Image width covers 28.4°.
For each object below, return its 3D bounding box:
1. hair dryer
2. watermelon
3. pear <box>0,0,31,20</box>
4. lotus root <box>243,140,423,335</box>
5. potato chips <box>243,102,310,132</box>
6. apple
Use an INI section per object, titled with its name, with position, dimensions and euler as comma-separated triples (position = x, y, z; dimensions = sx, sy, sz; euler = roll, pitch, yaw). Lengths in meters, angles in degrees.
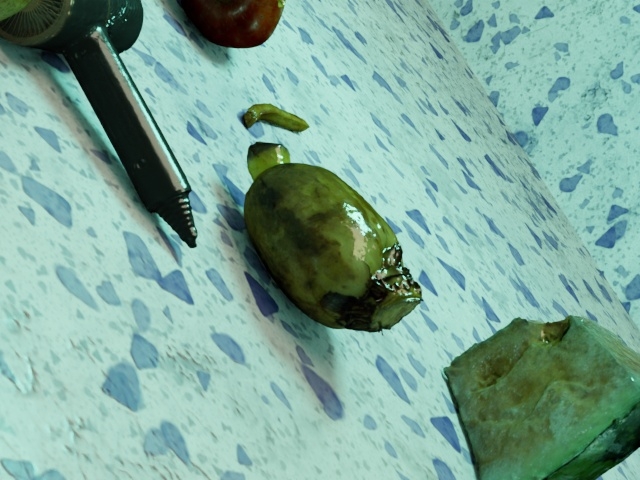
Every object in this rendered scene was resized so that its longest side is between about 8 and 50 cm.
[hair dryer]
position = -0.212, -0.145, 1.366
dimensions = 0.352, 0.107, 0.189
euler = 62, 17, 6
[watermelon]
position = 0.324, 0.224, 1.653
dimensions = 0.151, 0.264, 0.302
euler = 42, 17, -29
[pear]
position = -0.332, -0.287, 1.204
dimensions = 0.167, 0.136, 0.167
euler = 2, 90, -84
[lotus root]
position = 0.000, 0.000, 1.493
dimensions = 0.314, 0.141, 0.169
euler = 51, 13, 30
[potato chips]
position = -0.066, -0.178, 1.855
dimensions = 0.037, 0.026, 0.204
euler = 58, 18, 10
[apple]
position = -0.127, -0.357, 1.872
dimensions = 0.156, 0.147, 0.158
euler = 20, 6, 7
